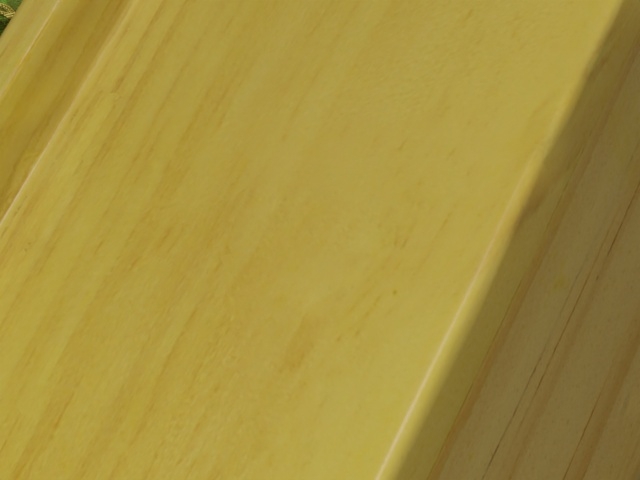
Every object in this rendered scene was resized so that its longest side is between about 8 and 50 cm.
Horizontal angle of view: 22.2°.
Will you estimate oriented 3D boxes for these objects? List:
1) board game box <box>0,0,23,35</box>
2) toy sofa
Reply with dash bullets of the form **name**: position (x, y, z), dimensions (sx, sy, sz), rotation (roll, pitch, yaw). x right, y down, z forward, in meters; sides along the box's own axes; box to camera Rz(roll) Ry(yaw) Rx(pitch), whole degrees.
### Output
- **board game box**: position (-0.155, -0.133, 0.447), dimensions (0.260, 0.030, 0.136), rotation (10, 62, -20)
- **toy sofa**: position (0.000, 0.000, 0.388), dimensions (0.150, 0.177, 0.362), rotation (13, 67, 36)
